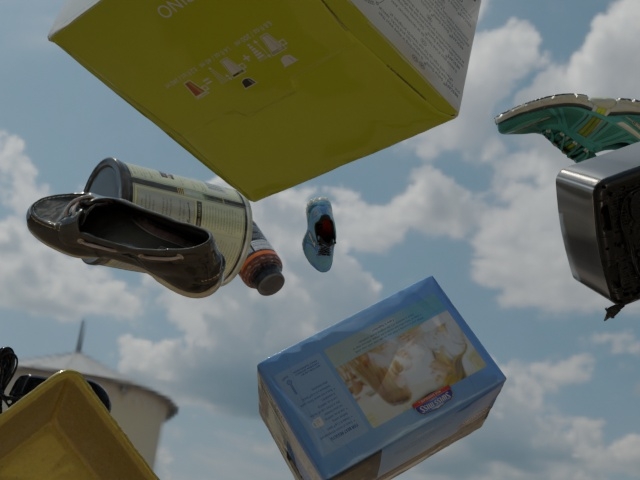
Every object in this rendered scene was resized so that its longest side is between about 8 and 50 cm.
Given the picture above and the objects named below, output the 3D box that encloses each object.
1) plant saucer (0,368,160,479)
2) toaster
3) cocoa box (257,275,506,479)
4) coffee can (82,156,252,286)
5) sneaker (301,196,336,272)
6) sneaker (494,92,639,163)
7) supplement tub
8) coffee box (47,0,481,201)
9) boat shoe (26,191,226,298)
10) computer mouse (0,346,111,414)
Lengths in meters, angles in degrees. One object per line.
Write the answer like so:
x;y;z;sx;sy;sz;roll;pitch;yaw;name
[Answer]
-0.317;0.369;1.042;0.332;0.333;0.081;55;-30;-5;plant saucer
0.387;-0.021;1.160;0.186;0.168;0.110;-20;18;-12;toaster
0.094;0.263;1.591;0.347;0.231;0.228;-26;-27;-17;cocoa box
-0.297;-0.030;1.804;0.275;0.201;0.202;13;-23;-35;coffee can
0.000;0.000;1.811;0.064;0.073;0.162;-10;-53;-8;sneaker
0.424;-0.181;1.559;0.276;0.109;0.107;2;-5;-9;sneaker
-0.158;0.043;2.246;0.106;0.198;0.106;-19;-42;-19;supplement tub
-0.045;-0.304;1.118;0.338;0.334;0.338;-20;-48;40;coffee box
-0.288;-0.019;1.382;0.335;0.112;0.095;19;-42;17;boat shoe
-0.595;0.347;2.058;0.272;0.188;0.072;16;-30;-22;computer mouse
